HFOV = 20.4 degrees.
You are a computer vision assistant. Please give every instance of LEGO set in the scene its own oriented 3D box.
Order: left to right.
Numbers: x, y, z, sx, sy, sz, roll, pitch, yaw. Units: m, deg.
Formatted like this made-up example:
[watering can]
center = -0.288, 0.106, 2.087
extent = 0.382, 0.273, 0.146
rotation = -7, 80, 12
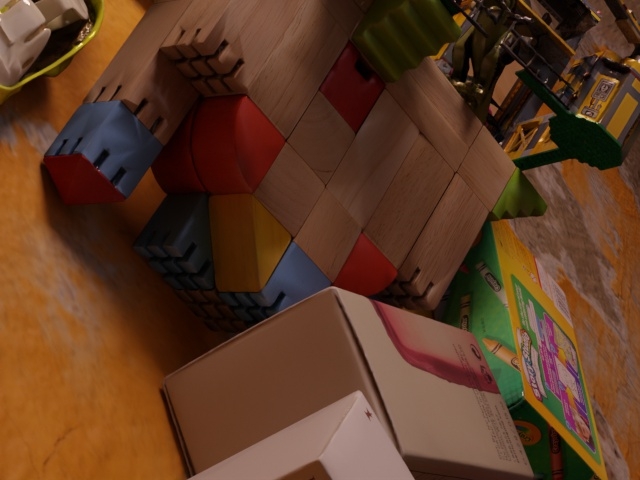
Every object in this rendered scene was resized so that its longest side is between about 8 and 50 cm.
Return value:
[LEGO set]
center = 0.128, -0.203, 1.367
extent = 0.331, 0.255, 0.192
rotation = 38, 67, -10

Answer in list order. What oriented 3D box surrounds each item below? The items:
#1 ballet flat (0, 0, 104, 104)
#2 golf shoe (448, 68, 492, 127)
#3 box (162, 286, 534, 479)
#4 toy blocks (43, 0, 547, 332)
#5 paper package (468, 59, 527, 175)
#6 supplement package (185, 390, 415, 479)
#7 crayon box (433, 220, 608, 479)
[ballet flat]
center = -0.201, -0.132, 1.149
extent = 0.077, 0.077, 0.231
rotation = 59, 21, -5
[golf shoe]
center = 0.010, -0.149, 1.523
extent = 0.306, 0.115, 0.140
rotation = 16, 27, -31
[box]
center = 0.024, 0.133, 1.232
extent = 0.232, 0.148, 0.127
rotation = 22, 43, -60
[toy blocks]
center = -0.023, -0.048, 1.275
extent = 0.381, 0.190, 0.261
rotation = 48, 60, -31
[paper package]
center = 0.051, -0.208, 1.723
extent = 0.325, 0.168, 0.309
rotation = 54, 23, -19
[supplement package]
center = -0.035, 0.179, 0.984
extent = 0.105, 0.179, 0.105
rotation = 58, 20, -5
[crayon box]
center = 0.189, 0.115, 1.744
extent = 0.165, 0.081, 0.278
rotation = 46, 25, -35
